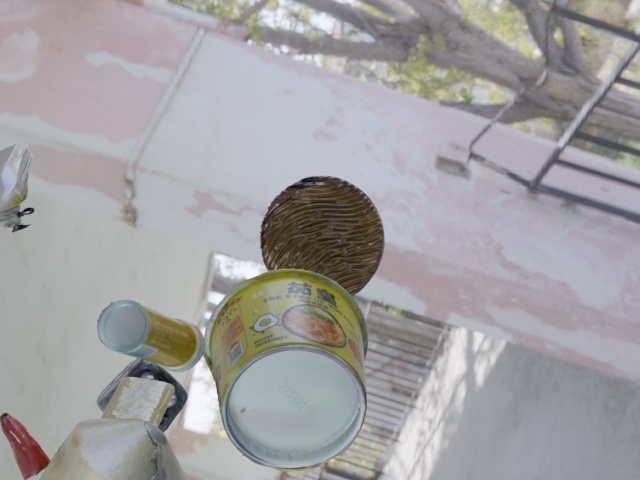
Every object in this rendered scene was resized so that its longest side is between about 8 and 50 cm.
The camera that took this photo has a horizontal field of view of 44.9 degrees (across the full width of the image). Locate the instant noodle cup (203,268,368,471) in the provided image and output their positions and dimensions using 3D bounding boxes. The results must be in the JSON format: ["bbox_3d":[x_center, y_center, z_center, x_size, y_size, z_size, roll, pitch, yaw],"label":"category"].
[{"bbox_3d":[-0.055,0.244,1.407,0.254,0.326,0.325,-105,31,-69],"label":"instant noodle cup"}]

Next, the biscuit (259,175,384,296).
[{"bbox_3d":[0.000,0.000,1.878,0.040,0.318,0.317,0,-72,-72],"label":"biscuit"}]

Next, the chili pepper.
[{"bbox_3d":[-0.715,0.483,1.848,0.088,0.168,0.065,-32,-3,24],"label":"chili pepper"}]

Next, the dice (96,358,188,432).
[{"bbox_3d":[-0.480,0.430,2.092,0.182,0.183,0.181,-49,10,-24],"label":"dice"}]

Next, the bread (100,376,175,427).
[{"bbox_3d":[-0.433,0.399,1.822,0.178,0.140,0.060,-71,-12,-63],"label":"bread"}]

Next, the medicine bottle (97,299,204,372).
[{"bbox_3d":[-0.208,0.121,0.972,0.218,0.074,0.073,65,-139,-75],"label":"medicine bottle"}]

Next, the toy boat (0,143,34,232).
[{"bbox_3d":[-0.662,-0.098,1.609,0.269,0.141,0.140,-115,33,-47],"label":"toy boat"}]

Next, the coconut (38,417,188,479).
[{"bbox_3d":[-0.415,0.507,1.579,0.323,0.323,0.322,17,-90,-89],"label":"coconut"}]
